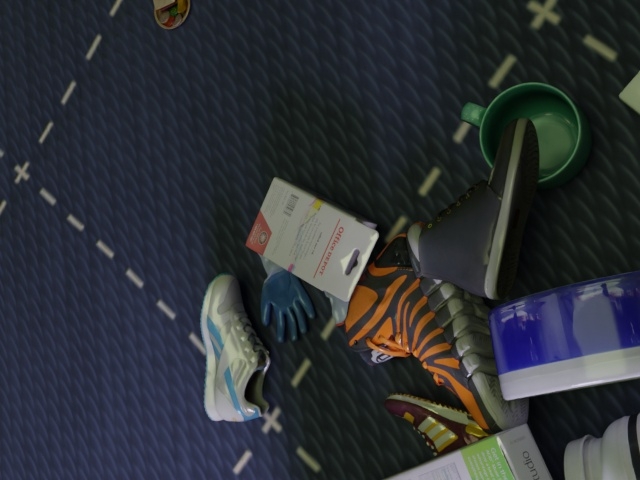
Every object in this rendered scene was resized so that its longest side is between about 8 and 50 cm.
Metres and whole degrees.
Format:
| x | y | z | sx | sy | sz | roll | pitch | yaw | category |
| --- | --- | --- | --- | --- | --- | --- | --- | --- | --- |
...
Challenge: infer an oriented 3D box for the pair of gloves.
| x | y | z | sx | sy | sz | roll | pitch | yaw | category |
| --- | --- | --- | --- | --- | --- | --- | --- | --- | --- |
| -0.015 | 0.062 | 1.334 | 0.198 | 0.023 | 0.159 | -20 | 76 | 27 | pair of gloves |

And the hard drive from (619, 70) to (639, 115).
| x | y | z | sx | sy | sz | roll | pitch | yaw | category |
| --- | --- | --- | --- | --- | --- | --- | --- | --- | --- |
| 0.560 | -0.147 | 1.017 | 0.353 | 0.047 | 0.233 | 47 | 108 | 24 | hard drive |

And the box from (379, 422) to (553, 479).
| x | y | z | sx | sy | sz | roll | pitch | yaw | category |
| --- | --- | --- | --- | --- | --- | --- | --- | --- | --- |
| 0.186 | 0.377 | 1.088 | 0.322 | 0.059 | 0.232 | -43 | 65 | 54 | box |

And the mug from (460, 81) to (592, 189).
| x | y | z | sx | sy | sz | roll | pitch | yaw | category |
| --- | --- | --- | --- | --- | --- | --- | --- | --- | --- |
| 0.275 | -0.141 | 1.146 | 0.129 | 0.097 | 0.157 | -37 | 68 | 22 | mug |

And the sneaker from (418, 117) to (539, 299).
| x | y | z | sx | sy | sz | roll | pitch | yaw | category |
| --- | --- | --- | --- | --- | --- | --- | --- | --- | --- |
| 0.189 | -0.047 | 1.083 | 0.118 | 0.083 | 0.221 | 14 | 92 | 32 | sneaker |

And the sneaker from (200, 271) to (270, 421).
| x | y | z | sx | sy | sz | roll | pitch | yaw | category |
| --- | --- | --- | --- | --- | --- | --- | --- | --- | --- |
| -0.126 | 0.162 | 1.359 | 0.092 | 0.087 | 0.228 | -4 | 91 | 22 | sneaker |

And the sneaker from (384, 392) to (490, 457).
| x | y | z | sx | sy | sz | roll | pitch | yaw | category |
| --- | --- | --- | --- | --- | --- | --- | --- | --- | --- |
| 0.158 | 0.259 | 1.182 | 0.186 | 0.070 | 0.083 | 9 | 82 | 40 | sneaker |

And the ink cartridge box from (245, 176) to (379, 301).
| x | y | z | sx | sy | sz | roll | pitch | yaw | category |
| --- | --- | --- | --- | --- | --- | --- | --- | --- | --- |
| 0.000 | 0.000 | 1.280 | 0.198 | 0.067 | 0.115 | 30 | 100 | 32 | ink cartridge box |

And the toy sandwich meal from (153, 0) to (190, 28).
| x | y | z | sx | sy | sz | roll | pitch | yaw | category |
| --- | --- | --- | --- | --- | --- | --- | --- | --- | --- |
| -0.258 | -0.403 | 1.507 | 0.086 | 0.029 | 0.085 | -3 | 84 | 29 | toy sandwich meal |

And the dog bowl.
| x | y | z | sx | sy | sz | roll | pitch | yaw | category |
| --- | --- | --- | --- | --- | --- | --- | --- | --- | --- |
| 0.327 | 0.108 | 1.000 | 0.265 | 0.265 | 0.104 | -16 | 76 | 27 | dog bowl |

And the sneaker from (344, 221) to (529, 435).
| x | y | z | sx | sy | sz | roll | pitch | yaw | category |
| --- | --- | --- | --- | --- | --- | --- | --- | --- | --- |
| 0.145 | 0.146 | 1.182 | 0.180 | 0.125 | 0.321 | -42 | 49 | 26 | sneaker |

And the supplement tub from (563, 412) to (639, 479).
| x | y | z | sx | sy | sz | roll | pitch | yaw | category |
| --- | --- | --- | --- | --- | --- | --- | --- | --- | --- |
| 0.429 | 0.269 | 0.970 | 0.272 | 0.191 | 0.191 | -23 | 75 | 26 | supplement tub |
